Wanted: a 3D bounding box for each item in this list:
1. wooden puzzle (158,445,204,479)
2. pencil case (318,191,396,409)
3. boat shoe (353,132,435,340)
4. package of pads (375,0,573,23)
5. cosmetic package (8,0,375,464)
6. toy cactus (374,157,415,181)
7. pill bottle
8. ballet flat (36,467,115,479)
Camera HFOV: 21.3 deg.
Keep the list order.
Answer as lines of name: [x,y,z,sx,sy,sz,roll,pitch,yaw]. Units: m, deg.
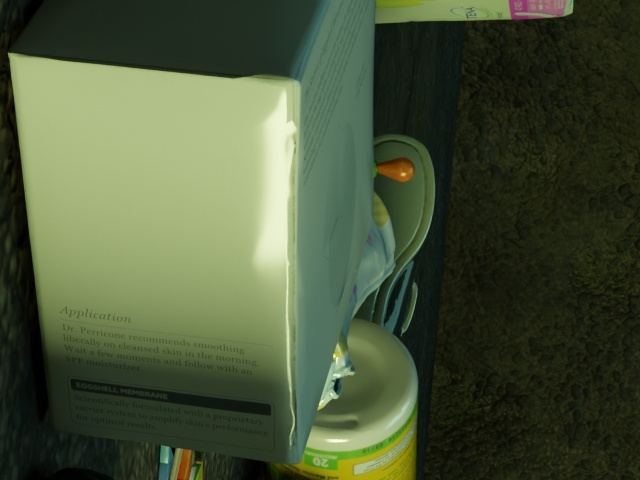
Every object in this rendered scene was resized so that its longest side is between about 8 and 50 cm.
wooden puzzle: [-0.093,0.162,1.180,0.116,0.014,0.079,-14,110,-80]
pencil case: [-0.021,0.032,1.200,0.273,0.124,0.114,-62,157,-69]
boat shoe: [0.039,0.043,1.675,0.091,0.114,0.303,71,39,-69]
package of pads: [0.091,-0.246,1.378,0.296,0.229,0.101,30,60,-80]
cosmetic package: [-0.053,-0.048,0.876,0.224,0.138,0.225,-71,166,-54]
toy cactus: [0.000,0.000,1.442,0.219,0.112,0.180,99,14,-46]
pill bottle: [0.017,0.195,1.511,0.246,0.136,0.136,88,12,-47]
ballet flat: [-0.116,0.164,0.914,0.173,0.049,0.057,74,25,-68]
